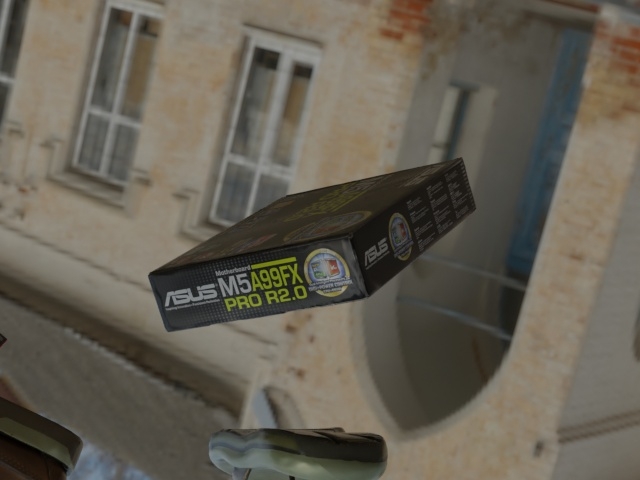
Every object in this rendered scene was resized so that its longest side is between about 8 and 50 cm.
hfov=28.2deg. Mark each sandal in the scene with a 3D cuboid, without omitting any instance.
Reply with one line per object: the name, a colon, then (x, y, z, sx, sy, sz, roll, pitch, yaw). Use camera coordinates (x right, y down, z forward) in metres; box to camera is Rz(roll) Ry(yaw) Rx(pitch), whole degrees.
sandal: (-0.025, 0.194, 1.023, 0.120, 0.086, 0.303, 1, 171, -9)

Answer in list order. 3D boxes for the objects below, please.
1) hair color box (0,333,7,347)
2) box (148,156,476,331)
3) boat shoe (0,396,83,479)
hair color box: (-0.539, 0.163, 1.861, 0.093, 0.167, 0.053, 43, -138, -9)
box: (0.000, 0.000, 1.204, 0.216, 0.060, 0.270, -12, -168, 31)
boat shoe: (-0.322, 0.137, 0.908, 0.307, 0.104, 0.111, 25, 152, -17)
